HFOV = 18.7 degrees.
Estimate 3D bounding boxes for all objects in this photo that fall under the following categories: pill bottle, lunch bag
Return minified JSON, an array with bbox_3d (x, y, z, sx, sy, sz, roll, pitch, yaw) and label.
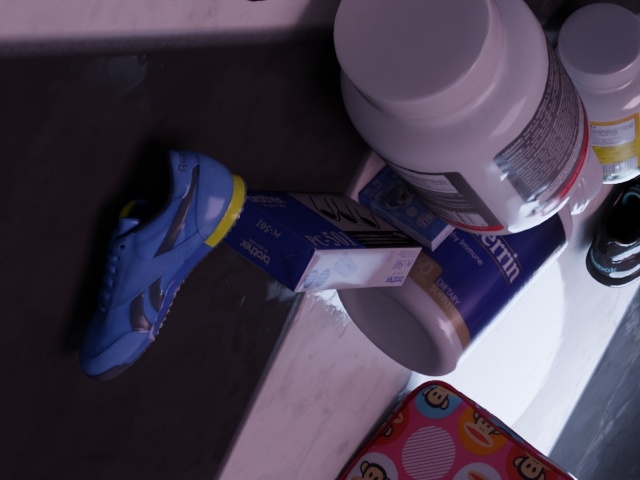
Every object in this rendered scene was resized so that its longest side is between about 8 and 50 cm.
[{"bbox_3d":[0.151,-0.006,1.905,0.264,0.153,0.153,-46,155,-22],"label":"pill bottle"},{"bbox_3d":[0.158,0.329,2.179,0.258,0.293,0.120,-50,155,-2],"label":"lunch bag"},{"bbox_3d":[0.297,-0.155,2.029,0.117,0.118,0.208,-49,155,-14],"label":"pill bottle"},{"bbox_3d":[0.119,-0.126,1.660,0.176,0.176,0.318,-54,157,-2],"label":"pill bottle"}]

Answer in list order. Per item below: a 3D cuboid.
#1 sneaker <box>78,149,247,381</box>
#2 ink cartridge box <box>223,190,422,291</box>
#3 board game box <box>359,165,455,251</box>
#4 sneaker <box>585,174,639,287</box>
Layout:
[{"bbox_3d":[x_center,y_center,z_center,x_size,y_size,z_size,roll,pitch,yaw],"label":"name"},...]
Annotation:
[{"bbox_3d":[-0.144,0.016,1.509,0.082,0.069,0.209,23,113,-33],"label":"sneaker"},{"bbox_3d":[0.000,0.000,1.697,0.207,0.097,0.046,-1,122,-61],"label":"ink cartridge box"},{"bbox_3d":[0.099,-0.046,1.832,0.090,0.090,0.020,-46,155,-22],"label":"board game box"},{"bbox_3d":[0.435,-0.056,2.439,0.267,0.101,0.106,-49,153,-15],"label":"sneaker"}]
